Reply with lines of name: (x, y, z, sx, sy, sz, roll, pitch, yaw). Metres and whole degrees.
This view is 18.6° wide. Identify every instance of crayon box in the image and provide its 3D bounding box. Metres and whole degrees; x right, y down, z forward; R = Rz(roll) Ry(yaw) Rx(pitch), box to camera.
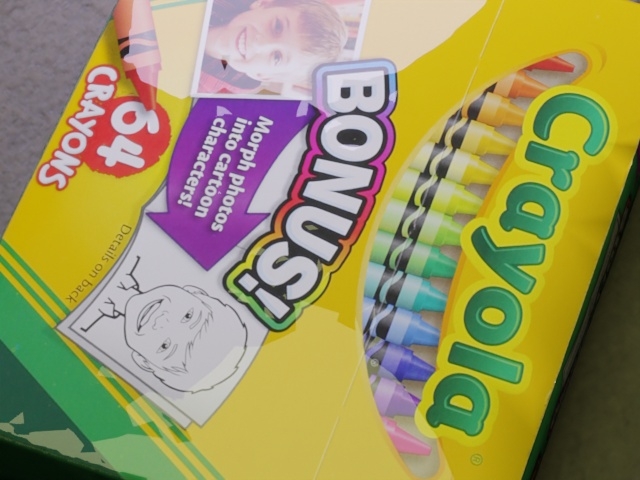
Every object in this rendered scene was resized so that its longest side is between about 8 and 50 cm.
crayon box: (0.000, 0.000, 1.096, 0.313, 0.106, 0.363, 16, 67, 14)
